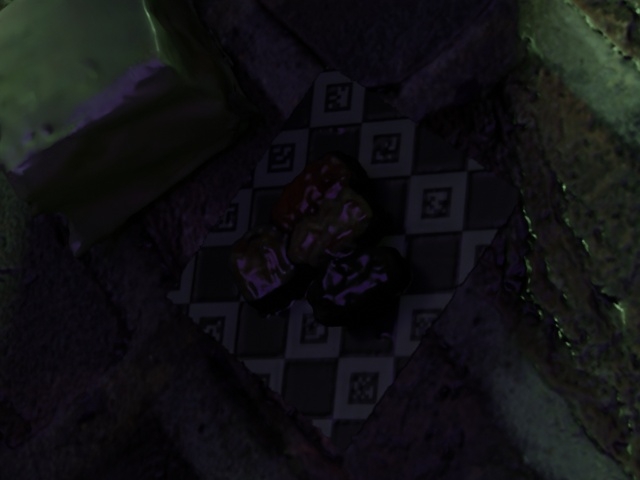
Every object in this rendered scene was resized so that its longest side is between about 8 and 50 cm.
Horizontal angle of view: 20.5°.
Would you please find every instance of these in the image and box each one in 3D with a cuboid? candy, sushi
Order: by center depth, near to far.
[{"bbox_3d":[0.000,0.000,1.328,0.219,0.047,0.231,37,94,34],"label":"sushi"},{"bbox_3d":[-0.172,-0.122,1.422,0.195,0.137,0.185,-34,59,14],"label":"candy"}]
